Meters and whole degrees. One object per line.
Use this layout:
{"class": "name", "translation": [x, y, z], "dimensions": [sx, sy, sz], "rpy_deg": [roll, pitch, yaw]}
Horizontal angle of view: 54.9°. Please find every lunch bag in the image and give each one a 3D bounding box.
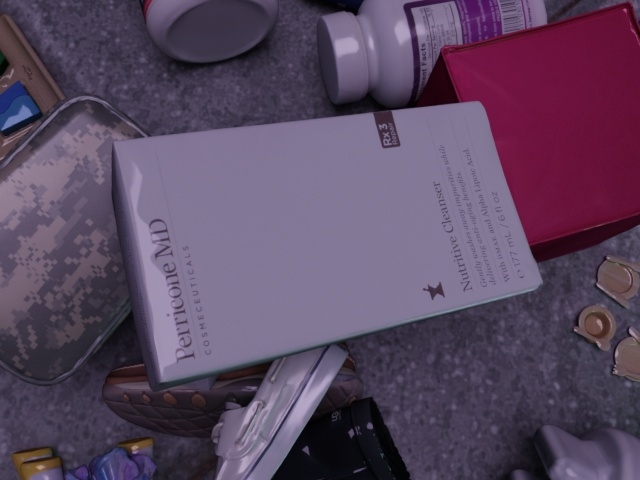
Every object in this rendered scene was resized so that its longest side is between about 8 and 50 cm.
{"class": "lunch bag", "translation": [-0.296, -0.005, 0.752], "dimensions": [0.212, 0.256, 0.305], "rpy_deg": [40, 78, -16]}

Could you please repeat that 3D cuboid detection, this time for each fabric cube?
{"class": "fabric cube", "translation": [0.278, -0.110, 0.814], "dimensions": [0.254, 0.258, 0.259], "rpy_deg": [-15, 78, -6]}

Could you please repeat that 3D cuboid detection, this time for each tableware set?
{"class": "tableware set", "translation": [0.448, 0.112, 0.893], "dimensions": [0.141, 0.020, 0.169], "rpy_deg": [33, 76, 4]}

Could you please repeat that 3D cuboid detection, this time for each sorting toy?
{"class": "sorting toy", "translation": [-0.535, -0.242, 0.902], "dimensions": [0.229, 0.041, 0.307], "rpy_deg": [-34, 81, -11]}

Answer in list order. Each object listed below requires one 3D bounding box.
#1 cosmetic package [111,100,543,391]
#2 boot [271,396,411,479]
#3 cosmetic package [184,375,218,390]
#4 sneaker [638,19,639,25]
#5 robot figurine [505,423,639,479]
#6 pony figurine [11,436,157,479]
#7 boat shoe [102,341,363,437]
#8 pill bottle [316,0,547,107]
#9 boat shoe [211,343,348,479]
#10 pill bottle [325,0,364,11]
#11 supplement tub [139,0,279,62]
{"class": "cosmetic package", "translation": [0.000, 0.000, 0.626], "dimensions": [0.384, 0.156, 0.217], "rpy_deg": [-12, 80, -23]}
{"class": "boot", "translation": [0.006, 0.322, 0.777], "dimensions": [0.207, 0.094, 0.247], "rpy_deg": [-19, 108, 13]}
{"class": "cosmetic package", "translation": [-0.121, 0.056, 0.764], "dimensions": [0.085, 0.117, 0.231], "rpy_deg": [16, 41, 13]}
{"class": "sneaker", "translation": [0.523, -0.260, 0.933], "dimensions": [0.111, 0.131, 0.297], "rpy_deg": [25, 75, 4]}
{"class": "robot figurine", "translation": [0.405, 0.363, 0.736], "dimensions": [0.353, 0.200, 0.300], "rpy_deg": [28, 104, 3]}
{"class": "pony figurine", "translation": [-0.243, 0.414, 0.672], "dimensions": [0.350, 0.302, 0.364], "rpy_deg": [-14, 79, 26]}
{"class": "boat shoe", "translation": [-0.111, 0.176, 0.802], "dimensions": [0.324, 0.123, 0.116], "rpy_deg": [0, 46, -7]}
{"class": "pill bottle", "translation": [0.153, -0.287, 0.896], "dimensions": [0.301, 0.169, 0.169], "rpy_deg": [-12, 77, -7]}
{"class": "boat shoe", "translation": [-0.073, 0.209, 0.673], "dimensions": [0.088, 0.096, 0.268], "rpy_deg": [33, 76, 7]}
{"class": "pill bottle", "translation": [0.020, -0.419, 0.956], "dimensions": [0.169, 0.094, 0.094], "rpy_deg": [19, 76, 1]}
{"class": "supplement tub", "translation": [-0.183, -0.418, 0.892], "dimensions": [0.191, 0.191, 0.272], "rpy_deg": [-16, 78, -8]}
